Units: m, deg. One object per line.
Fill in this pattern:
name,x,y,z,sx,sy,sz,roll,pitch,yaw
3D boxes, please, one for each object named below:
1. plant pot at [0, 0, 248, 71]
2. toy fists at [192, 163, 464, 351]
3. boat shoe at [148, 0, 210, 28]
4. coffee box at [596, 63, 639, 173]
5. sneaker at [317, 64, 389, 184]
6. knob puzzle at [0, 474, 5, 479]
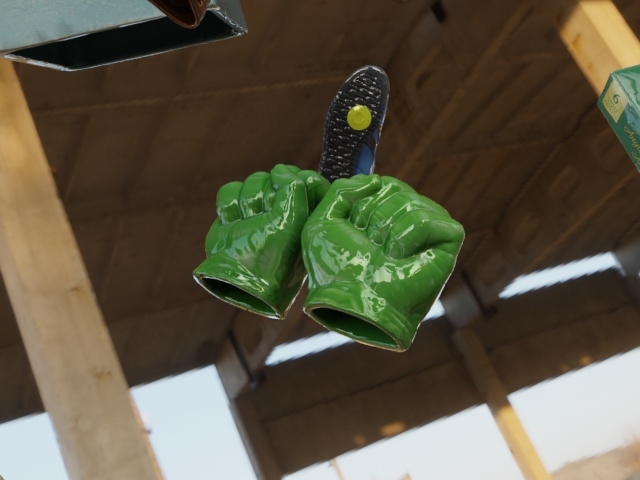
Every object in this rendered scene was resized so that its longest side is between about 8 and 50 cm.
plant pot,-0.243,-0.351,1.069,0.248,0.252,0.247,-11,5,5
toy fists,0.000,0.000,0.852,0.096,0.279,0.142,46,-116,-41
boat shoe,-0.153,-0.246,0.811,0.064,0.060,0.178,-6,-18,27
coffee box,0.306,-0.090,0.663,0.184,0.113,0.040,-17,-27,-13
sneaker,0.043,-0.125,1.200,0.082,0.069,0.209,-30,-43,-70
knob puzzle,-0.121,0.140,0.221,0.213,0.213,0.030,-25,-57,0
